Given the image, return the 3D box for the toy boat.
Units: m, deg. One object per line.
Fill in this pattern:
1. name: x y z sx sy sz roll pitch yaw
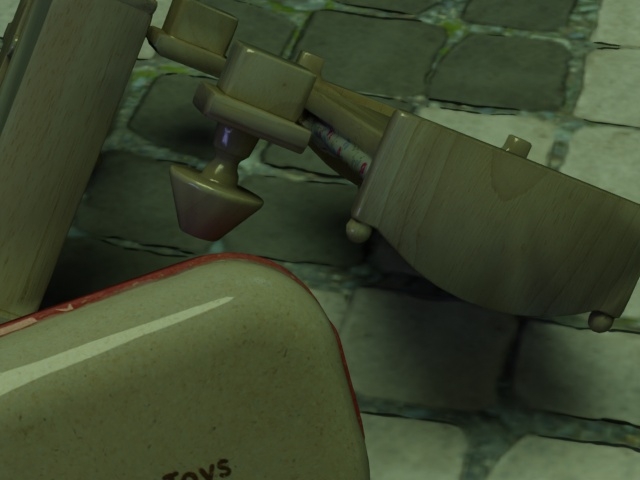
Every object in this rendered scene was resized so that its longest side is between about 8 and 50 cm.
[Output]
1. toy boat: -0.104 0.094 0.820 0.231 0.151 0.151 -19 13 -22

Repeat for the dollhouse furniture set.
1. dollhouse furniture set: 0.000 0.000 0.971 0.356 0.173 0.303 21 8 -16
